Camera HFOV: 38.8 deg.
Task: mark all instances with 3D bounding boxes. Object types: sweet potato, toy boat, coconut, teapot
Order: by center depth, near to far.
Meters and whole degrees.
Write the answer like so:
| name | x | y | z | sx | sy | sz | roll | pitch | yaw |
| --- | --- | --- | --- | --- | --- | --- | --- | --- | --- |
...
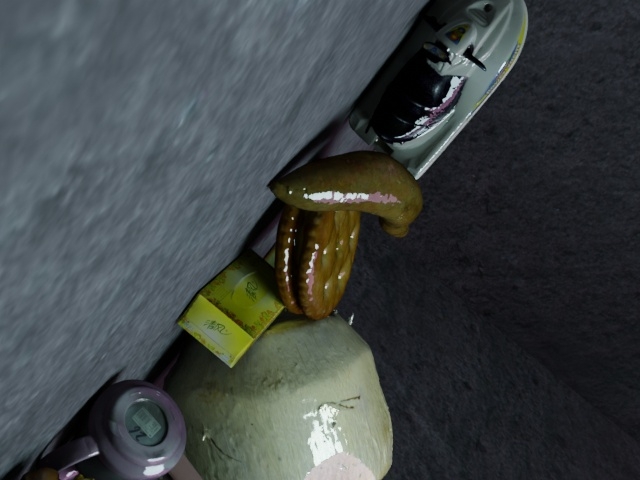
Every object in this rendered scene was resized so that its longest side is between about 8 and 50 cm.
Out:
| name | x | y | z | sx | sy | sz | roll | pitch | yaw |
| --- | --- | --- | --- | --- | --- | --- | --- | --- | --- |
| teapot | -0.239 | 0.244 | 1.035 | 0.146 | 0.116 | 0.148 | -40 | -170 | 40 |
| sweet potato | 0.066 | -0.060 | 1.148 | 0.108 | 0.079 | 0.346 | -18 | 162 | 26 |
| toy boat | 0.144 | -0.208 | 1.152 | 0.269 | 0.141 | 0.141 | -55 | 176 | 36 |
| coconut | -0.064 | 0.289 | 1.399 | 0.346 | 0.360 | 0.346 | -8 | -175 | 1 |

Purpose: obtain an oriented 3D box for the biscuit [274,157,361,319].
| name | x | y | z | sx | sy | sz | roll | pitch | yaw |
| --- | --- | --- | --- | --- | --- | --- | --- | --- | --- |
| biscuit | 0.000 | 0.000 | 1.252 | 0.220 | 0.066 | 0.220 | 12 | 90 | -73 |

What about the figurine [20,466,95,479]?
| name | x | y | z | sx | sy | sz | roll | pitch | yaw |
| --- | --- | --- | --- | --- | --- | --- | --- | --- | --- |
| figurine | -0.288 | 0.330 | 0.867 | 0.263 | 0.142 | 0.189 | -43 | 132 | -23 |

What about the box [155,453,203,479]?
| name | x | y | z | sx | sy | sz | roll | pitch | yaw |
| --- | --- | --- | --- | --- | --- | --- | --- | --- | --- |
| box | -0.228 | 0.321 | 1.215 | 0.086 | 0.215 | 0.215 | -35 | 172 | -24 |

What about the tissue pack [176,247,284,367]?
| name | x | y | z | sx | sy | sz | roll | pitch | yaw |
| --- | --- | --- | --- | --- | --- | --- | --- | --- | --- |
| tissue pack | -0.107 | 0.086 | 1.232 | 0.062 | 0.095 | 0.176 | -51 | 177 | 25 |

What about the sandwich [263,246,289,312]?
| name | x | y | z | sx | sy | sz | roll | pitch | yaw |
| --- | --- | --- | --- | --- | --- | --- | --- | --- | --- |
| sandwich | -0.067 | 0.082 | 1.703 | 0.187 | 0.117 | 0.144 | -53 | 180 | 17 |
